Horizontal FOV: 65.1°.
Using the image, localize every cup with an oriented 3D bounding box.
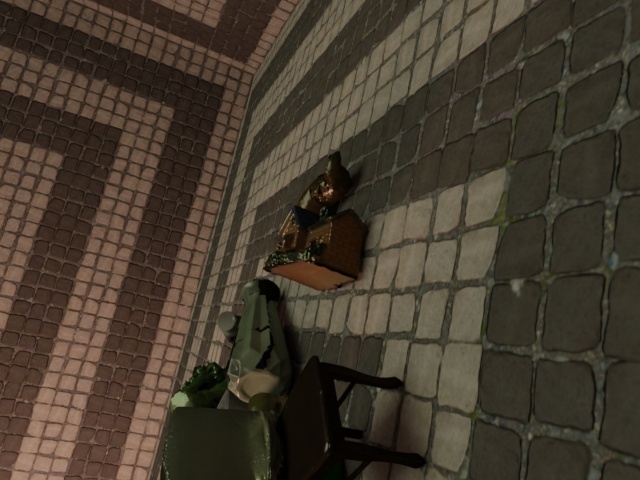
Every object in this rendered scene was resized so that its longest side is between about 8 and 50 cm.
[{"bbox_3d":[-0.192,0.434,1.273,0.095,0.129,0.128,-60,19,15],"label":"cup"}]

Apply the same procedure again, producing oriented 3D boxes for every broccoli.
[{"bbox_3d":[-0.301,0.460,1.379,0.270,0.269,0.270,46,-129,-61],"label":"broccoli"}]

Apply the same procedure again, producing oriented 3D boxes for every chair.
[{"bbox_3d":[-0.042,0.274,0.712,0.186,0.319,0.160,-60,24,32],"label":"chair"}]

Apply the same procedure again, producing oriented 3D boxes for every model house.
[{"bbox_3d":[0.000,0.000,1.072,0.183,0.166,0.172,-15,56,54],"label":"model house"}]

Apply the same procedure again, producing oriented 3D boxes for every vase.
[{"bbox_3d":[-0.159,0.246,1.306,0.360,0.165,0.165,-101,33,-58],"label":"vase"}]

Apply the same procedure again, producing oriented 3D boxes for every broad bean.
[{"bbox_3d":[-0.113,0.445,1.103,0.263,0.121,0.189,105,161,-44],"label":"broad bean"}]

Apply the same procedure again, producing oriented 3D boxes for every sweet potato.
[{"bbox_3d":[-0.003,-0.085,1.236,0.310,0.098,0.124,-67,28,26],"label":"sweet potato"}]

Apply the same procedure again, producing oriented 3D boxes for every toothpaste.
[{"bbox_3d":[-0.238,0.275,1.495,0.266,0.061,0.096,71,-153,-64],"label":"toothpaste"}]

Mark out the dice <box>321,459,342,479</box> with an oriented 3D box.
[{"bbox_3d":[-0.037,0.414,0.883,0.131,0.120,0.128,-101,32,-56],"label":"dice"}]
